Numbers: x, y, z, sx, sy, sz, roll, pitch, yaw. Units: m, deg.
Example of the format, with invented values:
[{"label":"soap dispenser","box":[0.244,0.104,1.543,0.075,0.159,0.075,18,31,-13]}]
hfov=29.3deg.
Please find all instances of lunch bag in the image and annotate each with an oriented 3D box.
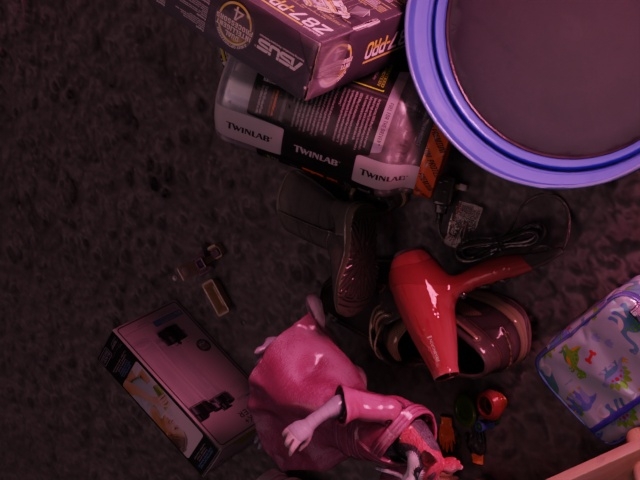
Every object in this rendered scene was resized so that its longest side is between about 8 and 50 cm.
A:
[{"label":"lunch bag","box":[0.411,0.163,1.633,0.176,0.090,0.219,50,133,5]}]

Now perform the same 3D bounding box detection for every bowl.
[{"label":"bowl","box":[0.296,-0.258,1.489,0.391,0.077,0.391,5,101,26]}]

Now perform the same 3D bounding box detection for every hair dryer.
[{"label":"hair dryer","box":[0.197,0.051,1.677,0.224,0.080,0.293,18,87,35]}]

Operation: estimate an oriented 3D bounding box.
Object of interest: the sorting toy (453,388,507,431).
[{"label":"sorting toy","box":[0.248,0.255,1.846,0.102,0.042,0.061,-25,77,55]}]

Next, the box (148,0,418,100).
[{"label":"box","box":[-0.059,-0.354,1.635,0.395,0.318,0.097,34,127,22]}]

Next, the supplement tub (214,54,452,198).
[{"label":"supplement tub","box":[0.029,-0.179,1.681,0.316,0.193,0.193,20,123,8]}]

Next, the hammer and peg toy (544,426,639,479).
[{"label":"hammer and peg toy","box":[0.436,0.366,1.614,0.361,0.127,0.266,-31,112,21]}]

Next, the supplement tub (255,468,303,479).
[{"label":"supplement tub","box":[-0.035,0.500,2.110,0.200,0.144,0.144,32,126,25]}]

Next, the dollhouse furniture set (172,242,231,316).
[{"label":"dollhouse furniture set","box":[-0.195,0.078,2.097,0.091,0.081,0.114,-29,89,43]}]

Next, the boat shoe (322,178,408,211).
[{"label":"boat shoe","box":[0.059,-0.075,1.842,0.152,0.049,0.056,10,118,38]}]

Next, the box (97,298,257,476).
[{"label":"box","box":[-0.231,0.254,2.150,0.290,0.169,0.087,46,129,16]}]

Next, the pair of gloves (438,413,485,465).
[{"label":"pair of gloves","box":[0.220,0.311,1.907,0.083,0.010,0.074,11,115,35]}]

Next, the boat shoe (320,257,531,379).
[{"label":"boat shoe","box":[0.133,0.115,1.810,0.355,0.130,0.132,11,115,36]}]

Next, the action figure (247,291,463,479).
[{"label":"action figure","box":[0.067,0.268,1.769,0.370,0.275,0.248,11,139,42]}]

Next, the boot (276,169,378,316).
[{"label":"boot","box":[0.002,0.001,1.848,0.208,0.076,0.189,18,102,49]}]

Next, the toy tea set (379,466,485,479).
[{"label":"toy tea set","box":[0.223,0.425,1.821,0.336,0.200,0.124,16,89,30]}]

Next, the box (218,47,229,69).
[{"label":"box","box":[-0.050,-0.271,1.848,0.233,0.044,0.159,-2,108,40]}]
